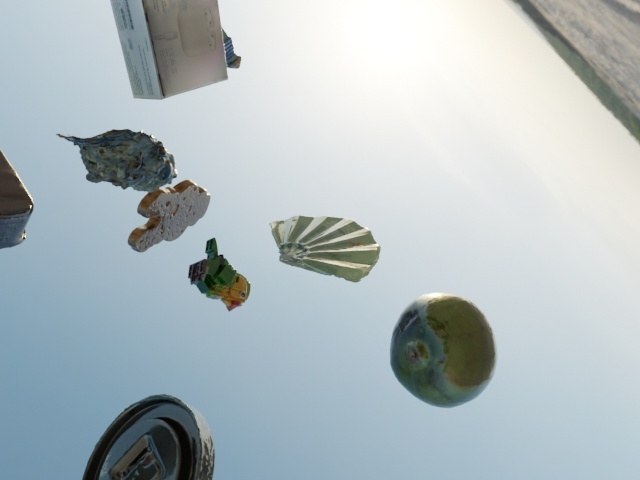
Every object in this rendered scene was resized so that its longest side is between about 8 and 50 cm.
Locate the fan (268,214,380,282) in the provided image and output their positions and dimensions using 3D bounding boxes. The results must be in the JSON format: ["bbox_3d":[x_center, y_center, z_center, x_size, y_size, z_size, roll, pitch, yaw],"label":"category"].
[{"bbox_3d":[0.000,0.000,0.626,0.131,0.009,0.240,-23,-151,-24],"label":"fan"}]

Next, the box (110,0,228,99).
[{"bbox_3d":[-0.173,-0.247,0.547,0.051,0.130,0.129,11,-148,23],"label":"box"}]

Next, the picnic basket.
[{"bbox_3d":[-0.806,-0.127,1.051,0.297,0.129,0.222,54,-158,6],"label":"picnic basket"}]

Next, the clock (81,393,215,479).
[{"bbox_3d":[-0.319,0.430,0.845,0.055,0.280,0.280,51,-160,-47],"label":"clock"}]

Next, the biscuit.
[{"bbox_3d":[-0.389,-0.074,1.207,0.044,0.186,0.295,31,-162,9],"label":"biscuit"}]

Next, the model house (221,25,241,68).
[{"bbox_3d":[-0.258,-0.434,1.042,0.148,0.148,0.119,48,-114,-30],"label":"model house"}]

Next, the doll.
[{"bbox_3d":[-0.271,0.104,1.257,0.186,0.106,0.134,49,-137,-22],"label":"doll"}]

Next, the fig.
[{"bbox_3d":[0.240,0.196,0.844,0.225,0.203,0.203,8,-132,-42],"label":"fig"}]

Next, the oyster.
[{"bbox_3d":[-0.241,-0.098,0.578,0.105,0.177,0.056,-6,-98,-2],"label":"oyster"}]
